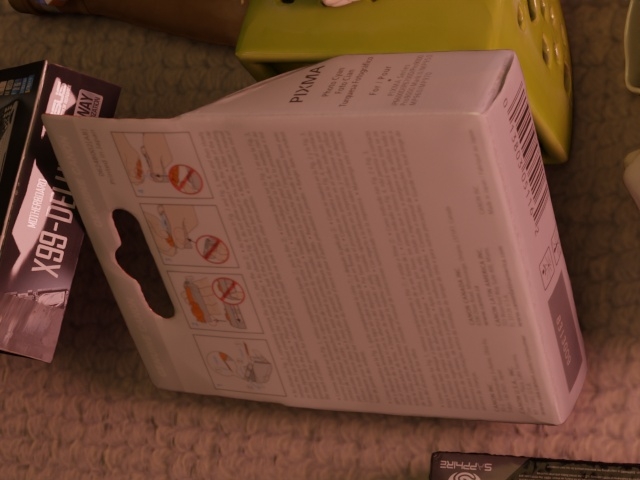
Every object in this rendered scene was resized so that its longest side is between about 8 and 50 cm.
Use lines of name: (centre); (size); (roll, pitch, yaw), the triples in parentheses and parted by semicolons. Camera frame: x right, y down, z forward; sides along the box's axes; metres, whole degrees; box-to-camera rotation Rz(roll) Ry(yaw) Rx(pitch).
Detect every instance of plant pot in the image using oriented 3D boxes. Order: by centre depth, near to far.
plant pot: (0.087, -0.198, 1.523); (0.228, 0.227, 0.207); (3, 73, 24)

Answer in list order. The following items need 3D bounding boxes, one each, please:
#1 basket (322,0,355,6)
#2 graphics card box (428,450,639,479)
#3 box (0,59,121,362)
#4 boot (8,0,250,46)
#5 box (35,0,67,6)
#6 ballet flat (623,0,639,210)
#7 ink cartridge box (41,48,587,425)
basket: (0.025, -0.273, 1.397); (0.113, 0.103, 0.167); (-14, 60, 16)
graphics card box: (0.188, 0.354, 1.421); (0.232, 0.094, 0.371); (0, 79, 24)
box: (-0.298, -0.025, 1.639); (0.307, 0.076, 0.242); (3, 77, 60)
boot: (-0.153, -0.306, 1.724); (0.269, 0.089, 0.236); (8, 94, 25)
box: (-0.231, -0.280, 1.698); (0.136, 0.028, 0.081); (-40, 75, 18)
ballet flat: (0.304, -0.102, 1.469); (0.139, 0.139, 0.400); (-2, 73, 23)
ink cartridge box: (0.000, 0.000, 1.480); (0.385, 0.308, 0.091); (2, 40, 27)
